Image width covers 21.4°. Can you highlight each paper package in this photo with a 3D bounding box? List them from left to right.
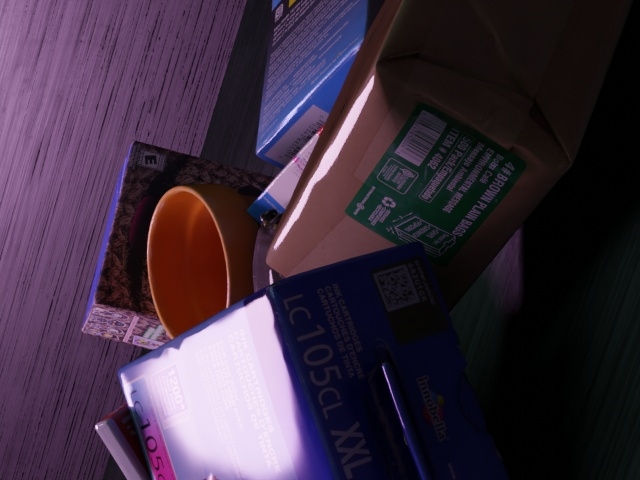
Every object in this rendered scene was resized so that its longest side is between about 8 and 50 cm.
[{"bbox_3d":[0.111,-0.120,1.404,0.309,0.168,0.325,-67,5,-34],"label":"paper package"}]

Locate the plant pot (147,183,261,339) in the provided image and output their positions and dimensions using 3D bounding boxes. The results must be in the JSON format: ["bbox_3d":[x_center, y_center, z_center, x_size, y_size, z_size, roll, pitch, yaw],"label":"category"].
[{"bbox_3d":[-0.082,0.027,2.071,0.205,0.188,0.205,16,109,55],"label":"plant pot"}]

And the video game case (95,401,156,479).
[{"bbox_3d":[-0.059,0.184,1.586,0.025,0.204,0.285,-25,8,45],"label":"video game case"}]

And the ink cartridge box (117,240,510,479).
[{"bbox_3d":[0.006,0.169,1.343,0.395,0.151,0.270,-30,78,58],"label":"ink cartridge box"}]

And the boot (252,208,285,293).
[{"bbox_3d":[0.000,0.000,1.850,0.229,0.091,0.263,20,105,54],"label":"boot"}]

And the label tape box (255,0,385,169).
[{"bbox_3d":[0.034,-0.270,2.121,0.240,0.106,0.333,-42,31,40],"label":"label tape box"}]

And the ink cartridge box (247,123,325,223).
[{"bbox_3d":[0.028,-0.102,1.944,0.231,0.078,0.134,-45,3,42],"label":"ink cartridge box"}]

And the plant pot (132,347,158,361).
[{"bbox_3d":[-0.072,0.237,1.856,0.263,0.263,0.229,-150,57,-78],"label":"plant pot"}]

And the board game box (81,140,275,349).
[{"bbox_3d":[-0.141,0.031,2.225,0.141,0.291,0.232,129,153,-67],"label":"board game box"}]
